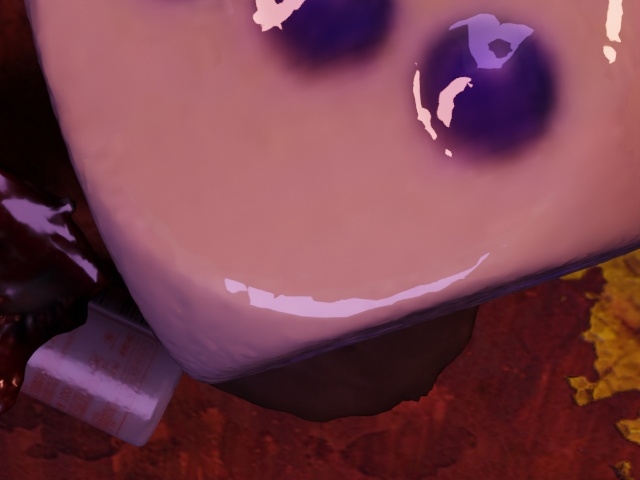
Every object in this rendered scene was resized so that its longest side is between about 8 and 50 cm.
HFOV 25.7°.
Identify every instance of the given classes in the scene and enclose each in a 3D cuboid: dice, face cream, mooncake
[{"bbox_3d":[0.020,-0.086,0.679,0.251,0.243,0.259,-18,86,8],"label":"dice"},{"bbox_3d":[-0.220,0.055,1.021,0.251,0.101,0.101,26,133,-4],"label":"face cream"},{"bbox_3d":[0.000,0.000,0.905,0.228,0.124,0.228,7,128,9],"label":"mooncake"}]

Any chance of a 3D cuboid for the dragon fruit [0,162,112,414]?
[{"bbox_3d":[-0.333,-0.007,0.879,0.286,0.228,0.329,-44,103,-4],"label":"dragon fruit"}]
